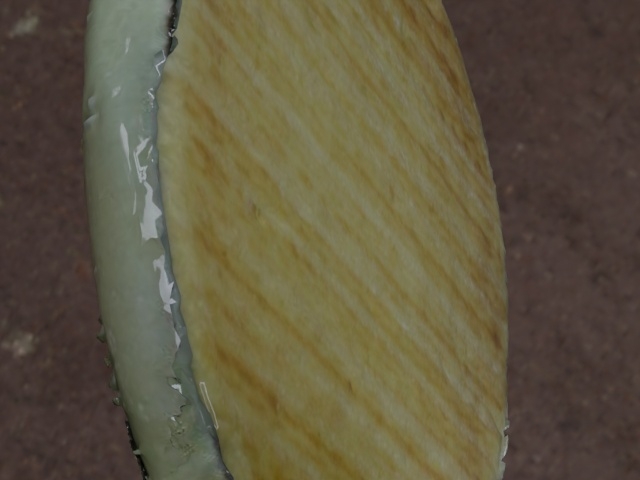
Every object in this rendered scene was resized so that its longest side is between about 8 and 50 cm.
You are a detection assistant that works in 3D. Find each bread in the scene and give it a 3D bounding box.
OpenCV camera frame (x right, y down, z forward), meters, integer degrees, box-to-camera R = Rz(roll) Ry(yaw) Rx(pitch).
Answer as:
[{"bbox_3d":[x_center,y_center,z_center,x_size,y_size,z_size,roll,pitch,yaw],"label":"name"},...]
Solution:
[{"bbox_3d":[0.000,0.000,0.525,0.040,0.267,0.267,-9,31,25],"label":"bread"}]
